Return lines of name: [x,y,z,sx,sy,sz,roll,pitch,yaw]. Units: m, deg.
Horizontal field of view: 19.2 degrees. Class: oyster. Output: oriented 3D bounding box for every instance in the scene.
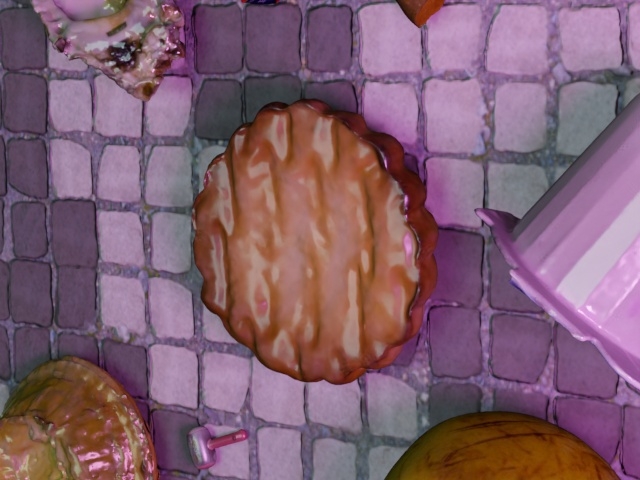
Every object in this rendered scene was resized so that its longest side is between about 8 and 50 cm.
oyster: [-0.262,-0.319,2.293,0.201,0.107,0.354,-21,70,18]

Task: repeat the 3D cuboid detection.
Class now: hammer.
hammer: [-0.123,0.246,2.295,0.083,0.031,0.052,-19,87,27]

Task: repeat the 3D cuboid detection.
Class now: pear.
pear: [0.182,0.308,1.916,0.283,0.283,0.283,6,99,37]

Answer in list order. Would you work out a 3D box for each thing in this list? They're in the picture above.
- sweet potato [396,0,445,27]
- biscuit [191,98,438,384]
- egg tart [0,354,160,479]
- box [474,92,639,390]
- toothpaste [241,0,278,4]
sweet potato: [0.064,-0.342,2.009,0.077,0.077,0.243,-22,107,37]
biscuit: [0.000,0.000,2.118,0.326,0.107,0.325,9,105,37]
egg tart: [-0.330,0.292,2.407,0.290,0.115,0.290,7,102,36]
box: [0.313,-0.008,1.776,0.262,0.291,0.206,32,106,-16]
toothpaste: [-0.115,-0.425,2.175,0.076,0.066,0.320,-35,75,35]
